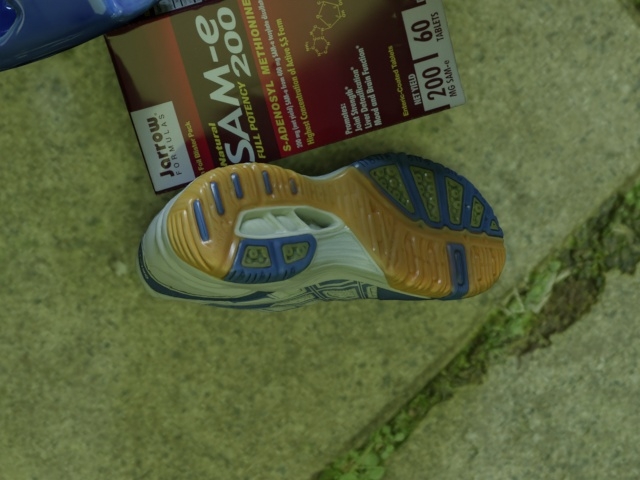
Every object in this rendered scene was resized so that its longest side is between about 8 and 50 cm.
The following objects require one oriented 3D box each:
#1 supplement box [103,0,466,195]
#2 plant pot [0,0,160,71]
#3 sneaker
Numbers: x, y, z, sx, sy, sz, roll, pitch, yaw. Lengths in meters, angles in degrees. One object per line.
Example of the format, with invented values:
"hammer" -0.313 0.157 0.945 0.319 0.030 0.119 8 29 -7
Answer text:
"supplement box" -0.027 -0.133 1.079 0.239 0.073 0.130 -17 112 -3
"plant pot" -0.246 -0.202 0.919 0.212 0.236 0.236 -27 100 8
"sneaker" 0.000 0.000 1.127 0.296 0.131 0.112 5 70 -31
